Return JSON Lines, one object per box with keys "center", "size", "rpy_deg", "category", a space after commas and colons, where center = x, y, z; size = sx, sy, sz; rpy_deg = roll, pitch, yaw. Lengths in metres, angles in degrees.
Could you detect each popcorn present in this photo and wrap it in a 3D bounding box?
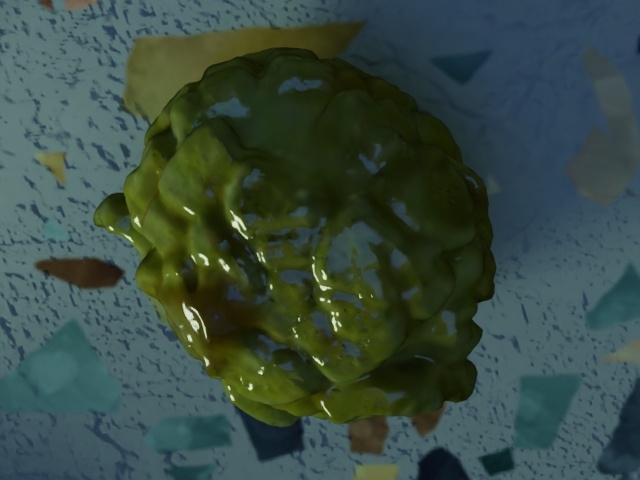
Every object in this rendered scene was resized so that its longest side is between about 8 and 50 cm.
{"center": [-0.010, 0.005, 0.895], "size": [0.216, 0.181, 0.235], "rpy_deg": [-29, 97, 17], "category": "popcorn"}
